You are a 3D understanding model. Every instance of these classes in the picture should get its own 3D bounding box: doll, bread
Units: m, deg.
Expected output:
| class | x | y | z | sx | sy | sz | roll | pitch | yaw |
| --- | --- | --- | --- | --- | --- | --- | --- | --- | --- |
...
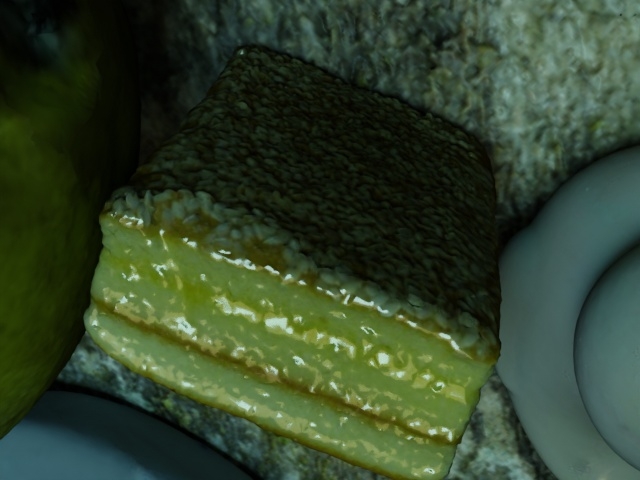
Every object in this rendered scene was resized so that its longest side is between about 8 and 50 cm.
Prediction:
| class | x | y | z | sx | sy | sz | roll | pitch | yaw |
| --- | --- | --- | --- | --- | --- | --- | --- | --- | --- |
| doll | 0.199 | 0.065 | 0.468 | 0.221 | 0.221 | 0.251 | 16 | 126 | 2 |
| bread | 0.000 | 0.000 | 0.455 | 0.184 | 0.234 | 0.110 | 22 | 121 | -1 |

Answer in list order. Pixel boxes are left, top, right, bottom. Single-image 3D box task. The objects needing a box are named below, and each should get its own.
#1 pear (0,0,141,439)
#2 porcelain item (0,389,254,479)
| class | x | y | z | sx | sy | sz | roll | pitch | yaw |
| --- | --- | --- | --- | --- | --- | --- | --- | --- | --- |
| pear | -0.262 | -0.034 | 0.417 | 0.352 | 0.352 | 0.413 | 39 | 138 | -12 |
| porcelain item | -0.161 | 0.272 | 0.693 | 0.405 | 0.178 | 0.242 | 37 | 123 | -7 |
